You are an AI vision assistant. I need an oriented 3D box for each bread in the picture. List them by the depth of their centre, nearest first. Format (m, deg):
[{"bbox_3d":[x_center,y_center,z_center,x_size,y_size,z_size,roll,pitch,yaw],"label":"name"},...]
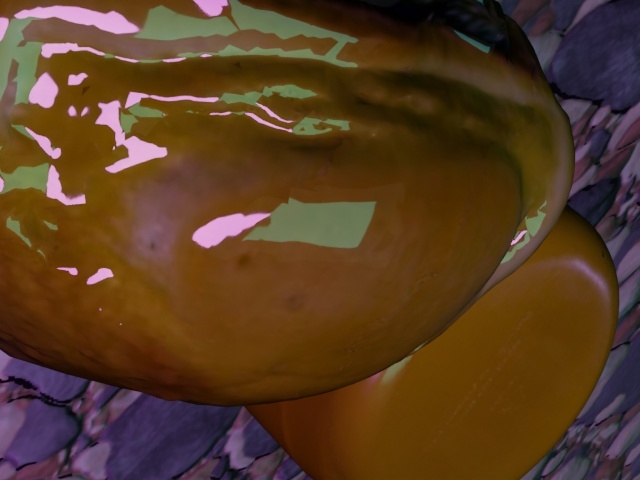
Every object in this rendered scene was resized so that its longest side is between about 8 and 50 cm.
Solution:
[{"bbox_3d":[-0.089,-0.064,0.683,0.251,0.376,0.208,44,77,-28],"label":"bread"}]

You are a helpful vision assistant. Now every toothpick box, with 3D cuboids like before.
[{"bbox_3d":[0.000,0.000,0.941,0.175,0.271,0.175,-25,135,-28],"label":"toothpick box"}]
